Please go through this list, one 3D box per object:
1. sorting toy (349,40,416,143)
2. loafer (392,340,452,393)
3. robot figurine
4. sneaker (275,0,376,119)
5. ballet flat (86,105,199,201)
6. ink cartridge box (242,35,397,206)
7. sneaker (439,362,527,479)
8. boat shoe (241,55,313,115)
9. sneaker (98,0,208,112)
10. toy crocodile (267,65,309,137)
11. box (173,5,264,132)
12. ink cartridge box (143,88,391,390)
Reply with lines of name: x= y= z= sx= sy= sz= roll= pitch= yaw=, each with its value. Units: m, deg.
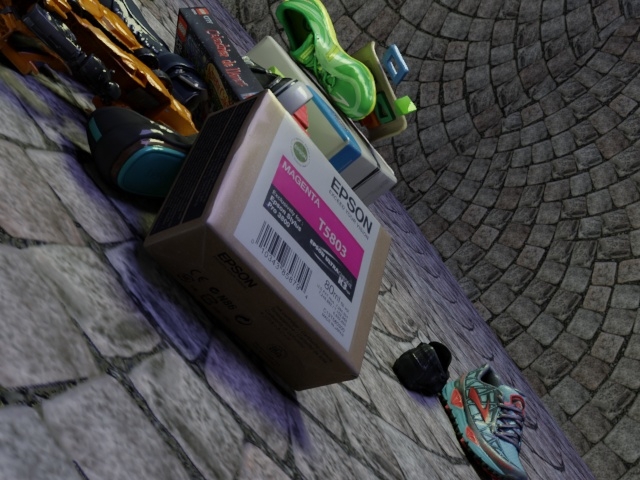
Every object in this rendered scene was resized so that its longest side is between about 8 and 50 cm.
sorting toy: x=0.098 y=-0.305 z=1.785 sx=0.196 sy=0.047 sz=0.347 roll=68 pitch=-18 yaw=-6
loafer: x=0.186 y=0.207 z=1.395 sx=0.076 sy=0.078 sz=0.223 roll=55 pitch=10 yaw=20
robot figurine: x=-0.247 y=-0.198 z=0.886 sx=0.211 sy=0.085 sz=0.291 roll=56 pitch=10 yaw=30
sneaker: x=0.001 y=-0.361 z=1.695 sx=0.123 sy=0.109 sz=0.296 roll=-22 pitch=75 yaw=-49
ballet flat: x=-0.145 y=-0.078 z=0.897 sx=0.096 sy=0.095 sz=0.280 roll=46 pitch=6 yaw=26
ink cartridge box: x=-0.020 y=-0.217 z=1.784 sx=0.286 sy=0.166 sz=0.395 roll=54 pitch=11 yaw=18
sneaker: x=0.289 y=0.295 z=1.401 sx=0.104 sy=0.125 sz=0.262 roll=45 pitch=11 yaw=-30
boat shoe: x=-0.122 y=-0.218 z=1.282 sx=0.119 sy=0.121 sz=0.335 roll=56 pitch=-18 yaw=-16
sneaker: x=-0.237 y=-0.243 z=1.103 sx=0.163 sy=0.086 sz=0.226 roll=54 pitch=8 yaw=33
toy crocodile: x=-0.065 y=-0.179 z=1.469 sx=0.115 sy=0.105 sz=0.341 roll=44 pitch=32 yaw=-39
box: x=-0.147 y=-0.197 z=1.187 sx=0.233 sy=0.044 sz=0.159 roll=57 pitch=-34 yaw=34
ink cartridge box: x=-0.038 y=0.002 z=0.830 sx=0.235 sy=0.088 sz=0.193 roll=47 pitch=42 yaw=-30
